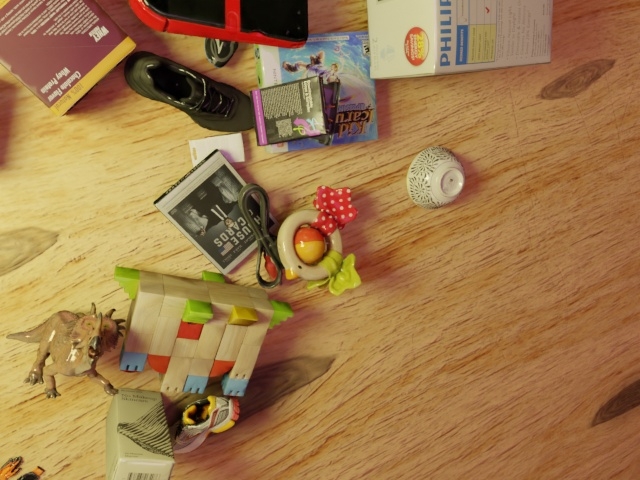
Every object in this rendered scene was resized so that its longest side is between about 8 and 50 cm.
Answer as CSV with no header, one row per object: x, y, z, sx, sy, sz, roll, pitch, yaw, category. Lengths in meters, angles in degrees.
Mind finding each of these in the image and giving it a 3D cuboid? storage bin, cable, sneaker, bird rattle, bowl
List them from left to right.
-0.296,0.419,1.218,0.225,0.088,0.093,-37,132,18,sneaker
-0.241,-0.284,1.048,0.286,0.130,0.109,13,100,-34,sneaker
-0.175,-0.442,1.067,0.067,0.078,0.188,32,91,-26,sneaker
-0.128,0.000,1.204,0.140,0.072,0.287,-34,120,-3,cable
-0.016,-0.274,1.110,0.091,0.098,0.135,5,103,-14,storage bin
0.000,0.000,1.191,0.207,0.143,0.253,-4,92,-36,bird rattle
0.315,-0.156,1.353,0.170,0.080,0.170,-6,106,-21,bowl

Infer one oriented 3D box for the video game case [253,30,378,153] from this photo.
-0.004,-0.335,1.179,0.270,0.061,0.244,-12,110,-20,video game case

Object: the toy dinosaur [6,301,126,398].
-0.496,0.196,1.045,0.127,0.296,0.200,-7,113,-59,toy dinosaur

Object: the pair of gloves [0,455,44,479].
-0.671,0.521,1.163,0.074,0.010,0.083,-47,119,-6,pair of gloves

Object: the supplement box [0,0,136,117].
-0.473,-0.358,0.936,0.191,0.129,0.194,-46,116,-6,supplement box

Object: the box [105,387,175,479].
-0.387,0.422,1.106,0.113,0.275,0.094,15,98,-26,box

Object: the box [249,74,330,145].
-0.064,-0.262,1.070,0.029,0.162,0.115,-19,103,-63,box

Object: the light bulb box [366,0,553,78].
0.299,-0.545,1.128,0.361,0.225,0.357,-15,109,-28,light bulb box

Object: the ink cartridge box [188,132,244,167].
-0.227,-0.197,1.141,0.115,0.029,0.062,-11,109,-19,ink cartridge box

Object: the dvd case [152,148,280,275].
-0.222,-0.057,1.164,0.179,0.029,0.238,-43,124,-6,dvd case

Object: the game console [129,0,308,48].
-0.187,-0.577,0.997,0.342,0.060,0.386,-1,91,-26,game console

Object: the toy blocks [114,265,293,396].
-0.286,0.223,1.168,0.382,0.190,0.260,12,110,-25,toy blocks
